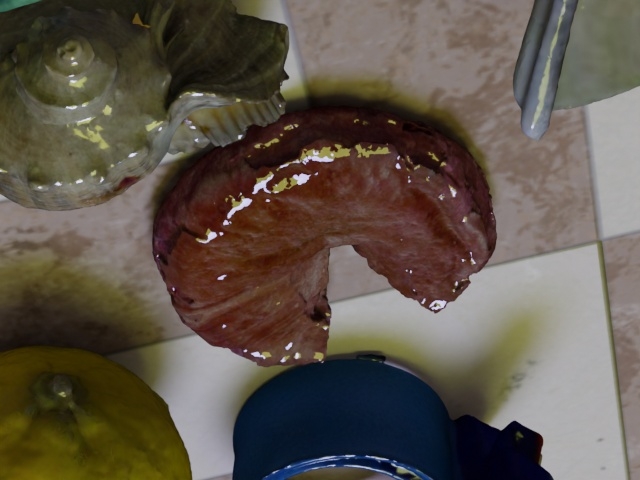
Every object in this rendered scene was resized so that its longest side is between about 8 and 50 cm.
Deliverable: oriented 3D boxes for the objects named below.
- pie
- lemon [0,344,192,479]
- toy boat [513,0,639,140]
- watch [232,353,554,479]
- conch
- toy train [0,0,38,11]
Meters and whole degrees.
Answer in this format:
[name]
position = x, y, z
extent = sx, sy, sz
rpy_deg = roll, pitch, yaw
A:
[pie]
position = 0.000, 0.000, 1.261
extent = 0.219, 0.054, 0.204
rpy_deg = -31, 135, 21
[lemon]
position = -0.180, 0.167, 1.305
extent = 0.192, 0.192, 0.231
rpy_deg = 4, 138, -16
[toy boat]
position = 0.216, -0.220, 1.013
extent = 0.276, 0.111, 0.293
rpy_deg = -18, 137, -12
[watch]
position = 0.038, 0.177, 1.398
extent = 0.200, 0.171, 0.196
rpy_deg = 17, 120, -12
[conch]
position = -0.108, -0.079, 1.087
extent = 0.178, 0.163, 0.245
rpy_deg = 9, 166, 1
[toy train]
position = -0.222, -0.193, 0.883
extent = 0.266, 0.201, 0.145
rpy_deg = -12, 142, 22
